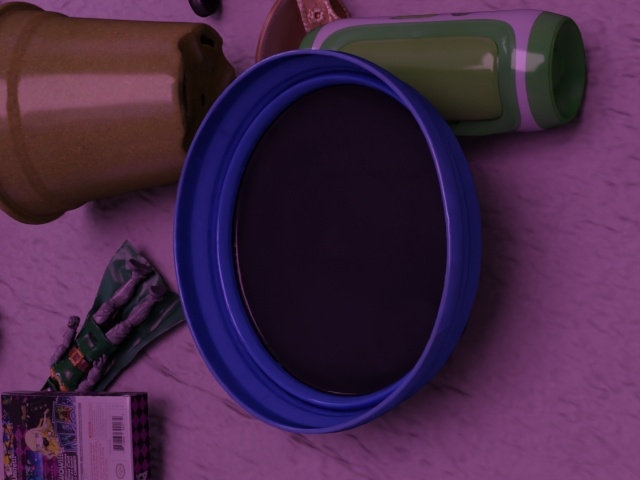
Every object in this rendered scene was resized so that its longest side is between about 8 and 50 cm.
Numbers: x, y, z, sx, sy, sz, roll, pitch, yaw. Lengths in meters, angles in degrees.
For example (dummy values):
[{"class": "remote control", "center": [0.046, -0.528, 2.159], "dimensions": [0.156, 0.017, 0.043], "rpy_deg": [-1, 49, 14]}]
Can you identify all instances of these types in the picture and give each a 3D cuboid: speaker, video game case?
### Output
[{"class": "speaker", "center": [0.124, -0.179, 1.243], "dimensions": [0.296, 0.131, 0.131], "rpy_deg": [4, 81, 31]}, {"class": "video game case", "center": [-0.296, 0.299, 1.406], "dimensions": [0.210, 0.042, 0.232], "rpy_deg": [-4, 88, 30]}]

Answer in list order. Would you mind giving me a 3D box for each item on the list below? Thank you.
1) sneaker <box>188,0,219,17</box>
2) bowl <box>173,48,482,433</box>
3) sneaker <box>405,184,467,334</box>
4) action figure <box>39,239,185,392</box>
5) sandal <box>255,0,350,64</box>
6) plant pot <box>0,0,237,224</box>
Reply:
[{"class": "sneaker", "center": [-0.185, -0.351, 1.515], "dimensions": [0.089, 0.051, 0.170], "rpy_deg": [-20, 64, 26]}, {"class": "bowl", "center": [0.000, 0.000, 1.201], "dimensions": [0.391, 0.077, 0.391], "rpy_deg": [1, 92, 43]}, {"class": "sneaker", "center": [0.079, -0.003, 1.233], "dimensions": [0.130, 0.087, 0.228], "rpy_deg": [-4, 96, 30]}, {"class": "action figure", "center": [-0.280, 0.128, 1.453], "dimensions": [0.232, 0.063, 0.137], "rpy_deg": [-50, 62, 16]}, {"class": "sandal", "center": [0.008, -0.274, 1.357], "dimensions": [0.079, 0.088, 0.240], "rpy_deg": [24, 86, 39]}, {"class": "plant pot", "center": [-0.244, -0.161, 1.402], "dimensions": [0.253, 0.276, 0.276], "rpy_deg": [-2, 77, 18]}]
